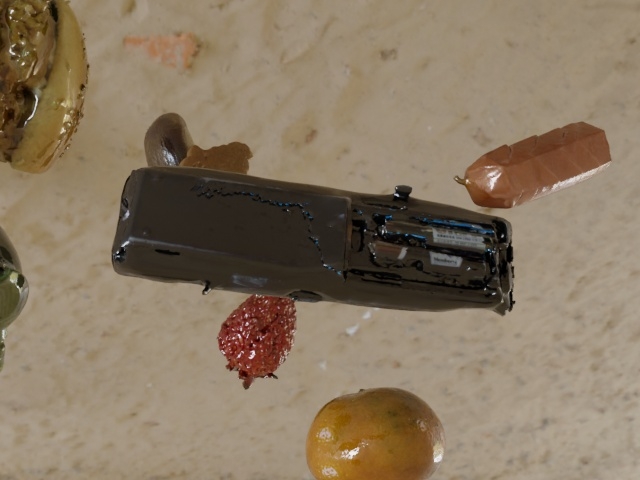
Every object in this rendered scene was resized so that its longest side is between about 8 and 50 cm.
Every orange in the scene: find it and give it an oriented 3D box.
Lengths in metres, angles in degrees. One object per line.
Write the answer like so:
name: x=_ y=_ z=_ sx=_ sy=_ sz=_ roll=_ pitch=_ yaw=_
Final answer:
orange: x=0.090 y=0.334 z=1.380 sx=0.240 sy=0.171 sz=0.240 roll=-6 pitch=165 yaw=-2

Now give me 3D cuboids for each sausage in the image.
sausage: x=0.212 y=-0.072 z=0.819 sx=0.169 sy=0.065 sz=0.065 roll=-20 pitch=152 yaw=-28

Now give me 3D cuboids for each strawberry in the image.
strawberry: x=-0.122 y=0.188 z=1.743 sx=0.228 sy=0.174 sz=0.098 roll=-50 pitch=152 yaw=10

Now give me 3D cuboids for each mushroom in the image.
mushroom: x=-0.303 y=-0.154 z=1.742 sx=0.138 sy=0.231 sz=0.194 roll=-27 pitch=177 yaw=14

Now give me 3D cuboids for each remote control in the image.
remote control: x=0.000 y=0.000 z=0.808 sx=0.398 sy=0.145 sz=0.062 roll=7 pitch=147 yaw=-7

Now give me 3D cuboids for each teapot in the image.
teapot: x=-0.674 y=0.104 z=1.503 sx=0.322 sy=0.239 sz=0.239 roll=-61 pitch=152 yaw=6

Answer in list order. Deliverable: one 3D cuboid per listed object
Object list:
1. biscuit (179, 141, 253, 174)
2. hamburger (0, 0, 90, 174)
biscuit: x=-0.213 y=-0.108 z=1.596 sx=0.162 sy=0.250 sz=0.035 roll=48 pitch=140 yaw=-9
hamburger: x=-0.521 y=-0.329 z=1.363 sx=0.268 sy=0.445 sz=0.287 roll=16 pitch=125 yaw=-41
